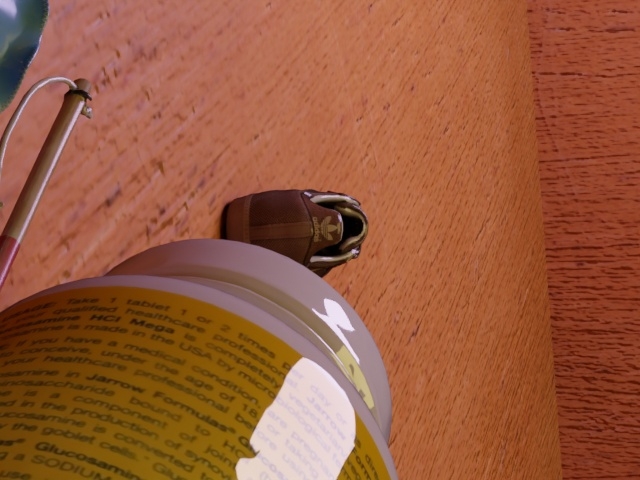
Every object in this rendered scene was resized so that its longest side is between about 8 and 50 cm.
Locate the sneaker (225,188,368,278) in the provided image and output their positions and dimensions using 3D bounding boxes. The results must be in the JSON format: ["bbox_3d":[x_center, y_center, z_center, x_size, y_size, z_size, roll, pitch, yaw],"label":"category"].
[{"bbox_3d":[0.000,0.000,1.121,0.188,0.071,0.066,-10,98,-75],"label":"sneaker"}]

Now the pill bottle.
[{"bbox_3d":[-0.075,0.126,0.590,0.334,0.188,0.187,-60,145,-63],"label":"pill bottle"}]

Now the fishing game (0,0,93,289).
[{"bbox_3d":[-0.118,-0.110,0.548,0.189,0.041,0.264,-75,156,-48],"label":"fishing game"}]
